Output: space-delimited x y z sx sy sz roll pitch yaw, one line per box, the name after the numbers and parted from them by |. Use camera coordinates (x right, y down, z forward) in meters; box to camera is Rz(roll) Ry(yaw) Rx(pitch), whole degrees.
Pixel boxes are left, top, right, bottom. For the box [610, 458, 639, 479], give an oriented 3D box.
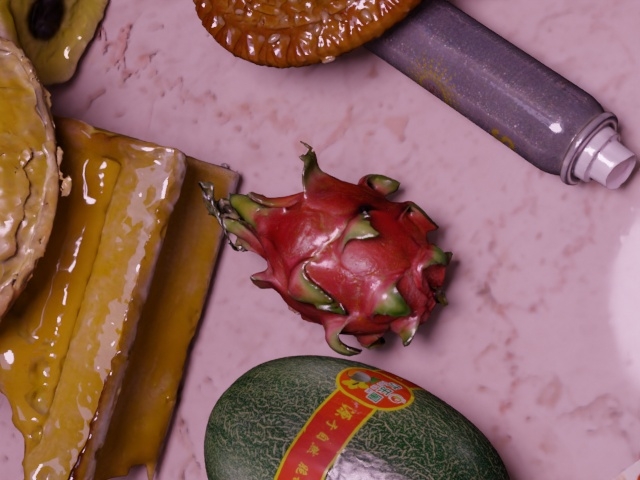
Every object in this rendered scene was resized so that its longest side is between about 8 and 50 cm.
0.289 0.283 0.982 0.265 0.048 0.273 -48 65 36 | box

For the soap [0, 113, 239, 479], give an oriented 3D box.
-0.269 0.048 1.263 0.304 0.169 0.338 17 90 28 | soap

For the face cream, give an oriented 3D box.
0.138 -0.134 1.136 0.283 0.073 0.073 38 101 25 | face cream

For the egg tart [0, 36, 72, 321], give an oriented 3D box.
-0.359 -0.049 1.162 0.315 0.120 0.315 -8 74 28 | egg tart

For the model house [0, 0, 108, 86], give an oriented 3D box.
-0.313 -0.264 1.336 0.193 0.175 0.234 20 117 28 | model house

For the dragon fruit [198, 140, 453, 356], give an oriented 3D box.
0.001 -0.003 1.148 0.236 0.135 0.137 38 105 19 | dragon fruit

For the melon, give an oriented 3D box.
0.037 0.194 1.085 0.288 0.182 0.182 24 94 26 | melon

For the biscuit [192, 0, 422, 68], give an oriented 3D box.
0.009 -0.285 1.184 0.305 0.038 0.305 -17 56 28 | biscuit
